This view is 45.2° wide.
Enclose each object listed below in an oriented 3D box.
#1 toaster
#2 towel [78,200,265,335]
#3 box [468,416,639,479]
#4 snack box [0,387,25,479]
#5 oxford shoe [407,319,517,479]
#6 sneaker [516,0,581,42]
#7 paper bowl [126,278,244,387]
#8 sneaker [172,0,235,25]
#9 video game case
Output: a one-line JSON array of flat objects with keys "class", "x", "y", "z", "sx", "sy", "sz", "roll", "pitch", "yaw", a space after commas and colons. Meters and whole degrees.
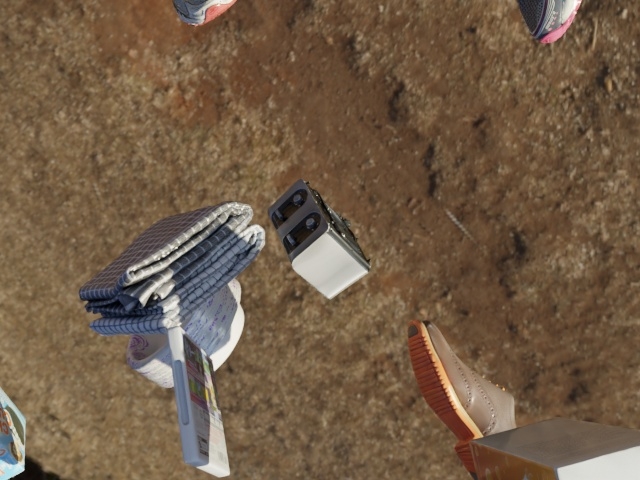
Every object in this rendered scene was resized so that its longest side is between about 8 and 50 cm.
[{"class": "toaster", "x": 0.000, "y": 0.000, "z": 1.443, "sx": 0.110, "sy": 0.168, "sz": 0.186, "roll": -38, "pitch": 133, "yaw": 10}, {"class": "towel", "x": -0.264, "y": 0.041, "z": 1.334, "sx": 0.235, "sy": 0.284, "sz": 0.121, "roll": -8, "pitch": 117, "yaw": 47}, {"class": "box", "x": 0.361, "y": 0.382, "z": 1.084, "sx": 0.168, "sy": 0.214, "sz": 0.345, "roll": -12, "pitch": 172, "yaw": -8}, {"class": "snack box", "x": -0.723, "y": 0.327, "z": 1.593, "sx": 0.060, "sy": 0.187, "sz": 0.321, "roll": -28, "pitch": 120, "yaw": -6}, {"class": "oxford shoe", "x": 0.292, "y": 0.306, "z": 1.515, "sx": 0.363, "sy": 0.133, "sz": 0.130, "roll": 62, "pitch": 163, "yaw": 6}, {"class": "sneaker", "x": 0.220, "y": -0.373, "z": 0.923, "sx": 0.121, "sy": 0.112, "sz": 0.299, "roll": 131, "pitch": 120, "yaw": -77}, {"class": "paper bowl", "x": -0.279, "y": 0.190, "z": 1.672, "sx": 0.284, "sy": 0.284, "sz": 0.148, "roll": -26, "pitch": 123, "yaw": 40}, {"class": "sneaker", "x": -0.182, "y": -0.366, "z": 0.994, "sx": 0.088, "sy": 0.225, "sz": 0.093, "roll": -33, "pitch": 152, "yaw": 5}, {"class": "video game case", "x": -0.173, "y": 0.236, "z": 1.101, "sx": 0.023, "sy": 0.183, "sz": 0.201, "roll": -13, "pitch": 157, "yaw": 1}]
